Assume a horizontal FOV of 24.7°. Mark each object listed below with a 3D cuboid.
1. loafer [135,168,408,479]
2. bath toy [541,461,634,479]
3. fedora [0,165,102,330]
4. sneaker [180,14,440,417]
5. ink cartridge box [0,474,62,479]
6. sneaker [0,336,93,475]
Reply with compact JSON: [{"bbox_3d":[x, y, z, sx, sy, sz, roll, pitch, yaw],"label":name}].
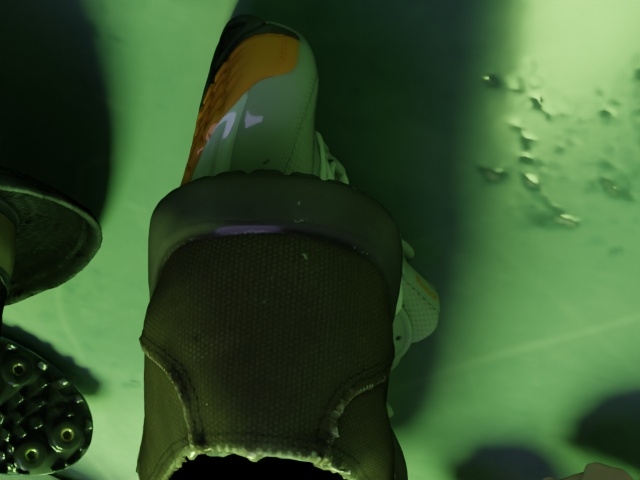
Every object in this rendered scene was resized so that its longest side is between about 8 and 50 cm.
[{"bbox_3d":[-0.030,0.122,0.657,0.134,0.130,0.366,2,145,5],"label":"loafer"},{"bbox_3d":[0.146,0.172,0.773,0.151,0.129,0.348,-6,162,-42],"label":"bath toy"},{"bbox_3d":[-0.249,0.064,0.679,0.334,0.152,0.334,-7,169,-1],"label":"fedora"},{"bbox_3d":[0.000,0.000,0.674,0.121,0.099,0.262,9,146,3],"label":"sneaker"},{"bbox_3d":[-0.197,0.262,1.009,0.283,0.117,0.207,27,139,-6],"label":"ink cartridge box"},{"bbox_3d":[-0.251,0.089,0.887,0.237,0.085,0.086,12,173,1],"label":"sneaker"}]
